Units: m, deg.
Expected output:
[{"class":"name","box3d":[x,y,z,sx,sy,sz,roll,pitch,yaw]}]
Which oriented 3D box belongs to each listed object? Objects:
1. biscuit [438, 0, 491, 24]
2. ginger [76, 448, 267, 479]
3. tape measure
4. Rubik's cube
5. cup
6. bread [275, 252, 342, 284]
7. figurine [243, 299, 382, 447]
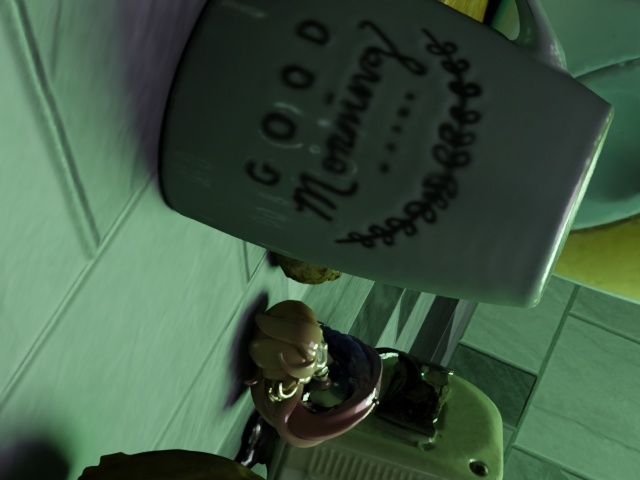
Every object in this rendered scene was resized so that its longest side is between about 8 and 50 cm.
[{"class":"biscuit","box3d":[0.139,-0.270,1.153,0.376,0.051,0.269,-59,164,-47]},{"class":"ginger","box3d":[-0.067,0.231,0.707,0.200,0.269,0.223,-169,-109,-80]},{"class":"tape measure","box3d":[0.060,0.198,1.289,0.231,0.271,0.133,-76,-179,-64]},{"class":"Rubik's cube","box3d":[0.341,-0.159,1.427,0.351,0.347,0.352,-62,174,-65]},{"class":"cup","box3d":[0.059,-0.096,0.723,0.186,0.234,0.258,-24,133,-73]},{"class":"bread","box3d":[0.000,0.000,1.032,0.113,0.060,0.082,49,61,-78]},{"class":"figurine","box3d":[-0.022,0.117,1.082,0.157,0.114,0.126,35,42,-49]}]
